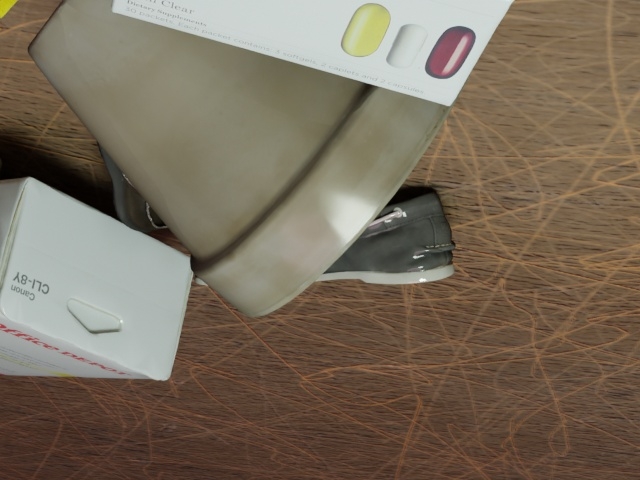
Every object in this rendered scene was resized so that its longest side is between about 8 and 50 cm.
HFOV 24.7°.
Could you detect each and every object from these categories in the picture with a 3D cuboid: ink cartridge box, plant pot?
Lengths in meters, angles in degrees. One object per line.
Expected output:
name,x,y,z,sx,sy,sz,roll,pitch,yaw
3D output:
ink cartridge box,-0.381,0.054,1.722,0.385,0.160,0.279,-2,159,39
plant pot,-0.073,-0.147,1.211,0.280,0.323,0.323,38,146,-13

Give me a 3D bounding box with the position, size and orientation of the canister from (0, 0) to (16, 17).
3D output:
canister,-0.325,-0.274,1.257,0.170,0.073,0.126,26,150,-24

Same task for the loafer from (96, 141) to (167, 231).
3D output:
loafer,-0.182,-0.075,1.575,0.078,0.080,0.220,6,152,10

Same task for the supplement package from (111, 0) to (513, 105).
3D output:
supplement package,0.005,-0.246,1.048,0.262,0.204,0.145,14,152,-7

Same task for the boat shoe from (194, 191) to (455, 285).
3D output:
boat shoe,0.000,0.000,1.669,0.335,0.095,0.112,-3,-174,31

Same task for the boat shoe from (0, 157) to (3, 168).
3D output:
boat shoe,-0.428,-0.101,1.635,0.063,0.059,0.170,-14,144,38
